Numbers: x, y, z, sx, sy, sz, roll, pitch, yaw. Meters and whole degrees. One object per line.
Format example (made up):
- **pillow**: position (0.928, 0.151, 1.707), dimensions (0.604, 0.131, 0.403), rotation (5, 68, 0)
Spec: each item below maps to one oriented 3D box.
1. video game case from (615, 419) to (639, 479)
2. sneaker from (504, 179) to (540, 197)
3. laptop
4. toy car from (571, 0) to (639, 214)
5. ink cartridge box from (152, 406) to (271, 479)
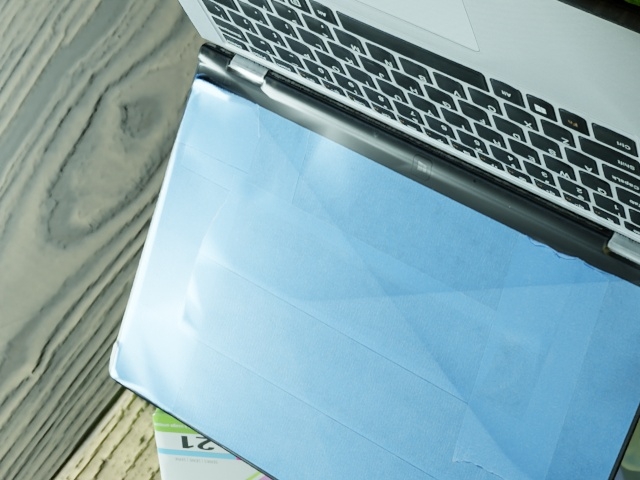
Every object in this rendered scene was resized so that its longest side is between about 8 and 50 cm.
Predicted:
- **video game case**: position (0.247, 0.147, 1.067), dimensions (0.300, 0.036, 0.329), rotation (-6, 116, 20)
- **sneaker**: position (0.066, -0.011, 1.083), dimensions (0.089, 0.051, 0.170), rotation (40, 124, -15)
- **laptop**: position (0.000, 0.000, 0.913), dimensions (0.382, 0.236, 0.408), rotation (27, 165, 27)
- **toy car**: position (0.195, -0.092, 0.960), dimensions (0.149, 0.155, 0.188), rotation (29, 134, -3)
- **ink cartridge box**: position (-0.015, 0.219, 1.206), dimensions (0.189, 0.097, 0.255), rotation (2, 118, 12)
